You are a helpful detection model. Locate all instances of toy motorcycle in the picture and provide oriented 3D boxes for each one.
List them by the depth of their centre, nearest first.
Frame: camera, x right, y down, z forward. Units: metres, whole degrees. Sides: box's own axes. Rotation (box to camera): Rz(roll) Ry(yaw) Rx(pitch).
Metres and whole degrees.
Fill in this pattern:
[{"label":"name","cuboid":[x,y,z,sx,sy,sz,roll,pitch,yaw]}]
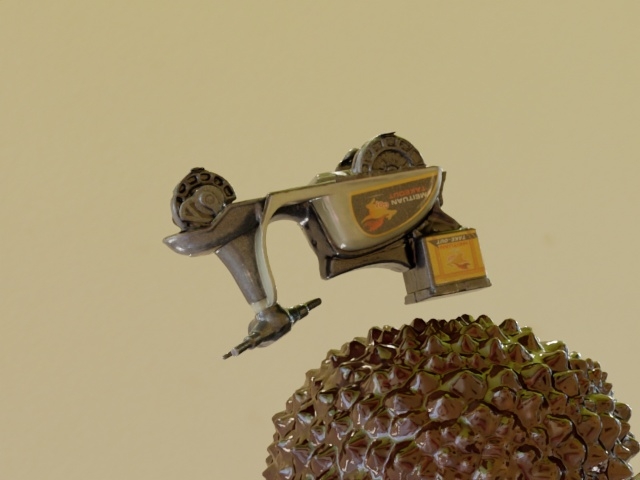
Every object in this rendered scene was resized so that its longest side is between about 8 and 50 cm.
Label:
[{"label":"toy motorcycle","cuboid":[0.000,0.000,1.362,0.263,0.091,0.157,-12,-96,-21]}]

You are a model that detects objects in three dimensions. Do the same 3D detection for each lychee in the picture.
[{"label":"lychee","cuboid":[0.105,0.205,1.356,0.306,0.330,0.306,7,-114,-16]}]

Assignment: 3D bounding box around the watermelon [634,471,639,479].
[{"label":"watermelon","cuboid":[0.330,0.332,1.716,0.069,0.087,0.163,-14,-107,-16]}]
